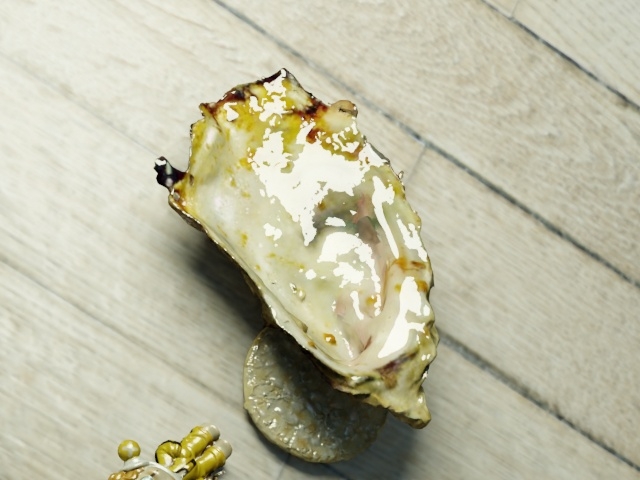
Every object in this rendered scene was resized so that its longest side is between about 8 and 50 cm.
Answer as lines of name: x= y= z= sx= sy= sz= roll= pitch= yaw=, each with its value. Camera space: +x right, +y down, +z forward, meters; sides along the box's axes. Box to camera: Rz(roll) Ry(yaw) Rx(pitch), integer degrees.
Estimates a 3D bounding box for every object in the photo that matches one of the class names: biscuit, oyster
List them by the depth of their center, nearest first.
oyster: x=0.009 y=0.007 z=1.709 sx=0.221 sy=0.096 sz=0.361 roll=-37 pitch=81 yaw=-27
biscuit: x=-0.002 y=0.134 z=1.722 sx=0.152 sy=0.020 sz=0.152 roll=8 pitch=70 yaw=-21

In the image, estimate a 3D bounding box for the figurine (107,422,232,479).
figurine: x=-0.139 y=0.211 z=1.627 sx=0.101 sy=0.068 sz=0.143 roll=32 pitch=55 yaw=-16
